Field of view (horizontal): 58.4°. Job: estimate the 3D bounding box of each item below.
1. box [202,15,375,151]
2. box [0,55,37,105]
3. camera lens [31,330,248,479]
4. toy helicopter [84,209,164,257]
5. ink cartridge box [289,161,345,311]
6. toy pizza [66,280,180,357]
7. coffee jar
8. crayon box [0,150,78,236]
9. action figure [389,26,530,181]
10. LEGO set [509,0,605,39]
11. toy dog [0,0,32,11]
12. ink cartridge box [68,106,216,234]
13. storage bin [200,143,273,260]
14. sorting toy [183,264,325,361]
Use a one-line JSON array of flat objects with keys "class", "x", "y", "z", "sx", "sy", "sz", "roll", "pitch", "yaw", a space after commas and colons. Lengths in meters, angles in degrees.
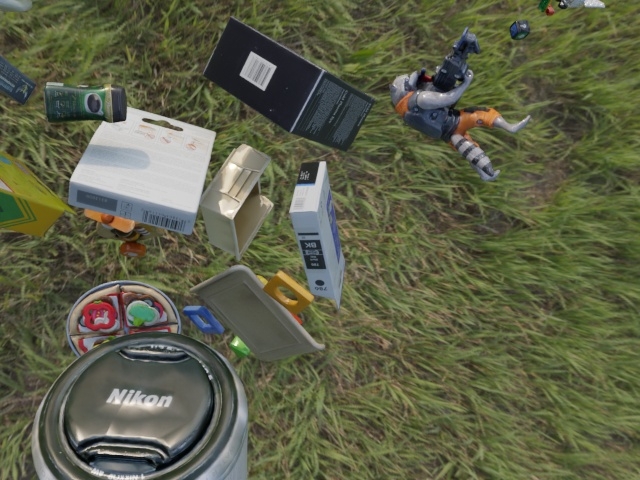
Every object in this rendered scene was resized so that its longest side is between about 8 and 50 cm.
[{"class": "box", "x": -0.079, "y": -0.417, "z": 1.570, "sx": 0.343, "sy": 0.313, "sz": 0.178, "roll": 37, "pitch": 107, "yaw": 25}, {"class": "box", "x": -0.665, "y": -0.349, "z": 1.054, "sx": 0.184, "sy": 0.232, "sz": 0.059, "roll": 28, "pitch": 85, "yaw": 2}, {"class": "camera lens", "x": -0.197, "y": 0.260, "z": 0.677, "sx": 0.220, "sy": 0.219, "sz": 0.274, "roll": -9, "pitch": 135, "yaw": -17}, {"class": "toy helicopter", "x": -0.571, "y": -0.063, "z": 1.795, "sx": 0.235, "sy": 0.355, "sz": 0.140, "roll": 25, "pitch": 59, "yaw": -50}, {"class": "ink cartridge box", "x": 0.000, "y": 0.000, "z": 1.300, "sx": 0.065, "sy": 0.165, "sz": 0.332, "roll": -2, "pitch": 135, "yaw": 12}, {"class": "toy pizza", "x": -0.361, "y": 0.168, "z": 1.057, "sx": 0.202, "sy": 0.032, "sz": 0.201, "roll": -5, "pitch": 113, "yaw": -13}, {"class": "coffee jar", "x": -0.567, "y": -0.333, "z": 1.390, "sx": 0.185, "sy": 0.079, "sz": 0.096, "roll": -3, "pitch": 104, "yaw": -19}, {"class": "crayon box", "x": -0.645, "y": -0.111, "z": 1.112, "sx": 0.202, "sy": 0.318, "sz": 0.081, "roll": 41, "pitch": 90, "yaw": 14}, {"class": "action figure", "x": 0.307, "y": -0.307, "z": 1.336, "sx": 0.330, "sy": 0.341, "sz": 0.178, "roll": 33, "pitch": 69, "yaw": 14}, {"class": "LEGO set", "x": 0.313, "y": -0.404, "z": 0.783, "sx": 0.060, "sy": 0.182, "sz": 0.244, "roll": -6, "pitch": 110, "yaw": -11}, {"class": "toy dog", "x": -0.412, "y": -0.374, "z": 0.488, "sx": 0.408, "sy": 0.284, "sz": 0.395, "roll": -29, "pitch": 114, "yaw": 25}, {"class": "ink cartridge box", "x": -0.464, "y": -0.204, "z": 1.551, "sx": 0.309, "sy": 0.384, "sz": 0.091, "roll": 14, "pitch": 130, "yaw": -12}, {"class": "storage bin", "x": -0.252, "y": -0.121, "z": 1.796, "sx": 0.123, "sy": 0.262, "sz": 0.260, "roll": 24, "pitch": 63, "yaw": 10}, {"class": "sorting toy", "x": -0.100, "y": 0.116, "z": 0.930, "sx": 0.196, "sy": 0.348, "sz": 0.047, "roll": 46, "pitch": 54, "yaw": -14}]
